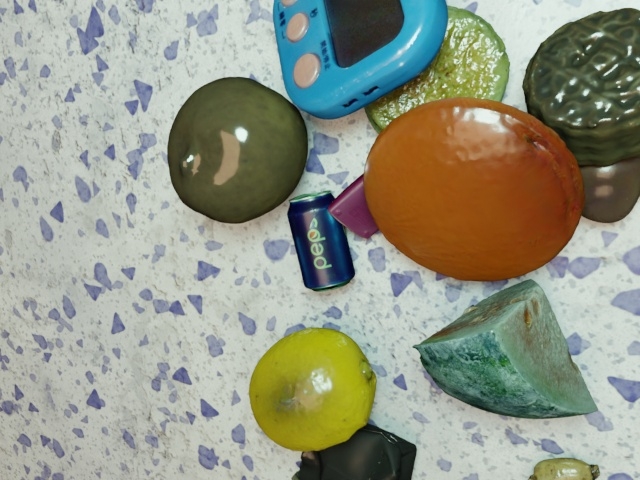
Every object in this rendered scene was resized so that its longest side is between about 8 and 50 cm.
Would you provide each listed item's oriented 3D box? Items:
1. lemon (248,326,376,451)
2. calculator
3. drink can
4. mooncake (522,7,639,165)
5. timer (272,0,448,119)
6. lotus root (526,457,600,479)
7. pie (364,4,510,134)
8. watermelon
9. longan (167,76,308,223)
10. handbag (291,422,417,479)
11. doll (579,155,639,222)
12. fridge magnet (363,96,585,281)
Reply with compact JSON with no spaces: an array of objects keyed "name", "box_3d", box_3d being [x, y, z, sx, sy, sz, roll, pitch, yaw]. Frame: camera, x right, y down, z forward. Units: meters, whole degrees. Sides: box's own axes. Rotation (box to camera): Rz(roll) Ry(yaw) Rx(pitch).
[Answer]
[{"name":"lemon","box_3d":[-0.019,0.321,1.090,0.260,0.260,0.284,42,121,10]},{"name":"calculator","box_3d":[0.117,-0.087,0.997,0.126,0.034,0.190,33,114,-30]},{"name":"drink can","box_3d":[0.000,0.000,1.072,0.118,0.118,0.205,-10,100,27]},{"name":"mooncake","box_3d":[0.429,-0.237,0.766,0.228,0.124,0.229,-14,65,31]},{"name":"timer","box_3d":[0.060,-0.396,0.888,0.308,0.115,0.340,-23,67,33]},{"name":"lotus root","box_3d":[0.477,0.472,1.001,0.151,0.063,0.072,-28,100,25]},{"name":"pie","box_3d":[0.202,-0.295,0.928,0.276,0.078,0.277,4,102,22]},{"name":"watermelon","box_3d":[0.348,0.185,0.914,0.228,0.387,0.259,-8,57,49]},{"name":"longan","box_3d":[-0.171,-0.177,1.018,0.297,0.297,0.298,6,106,24]},{"name":"handbag","box_3d":[0.057,0.562,1.184,0.287,0.152,0.343,19,109,32]},{"name":"doll","box_3d":[0.503,-0.092,0.831,0.188,0.096,0.145,21,117,8]},{"name":"fridge magnet","box_3d":[0.248,-0.079,0.857,0.363,0.155,0.364,17,138,16]}]
